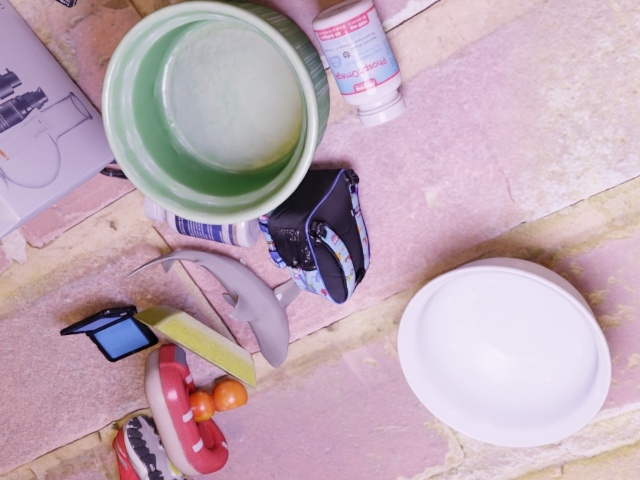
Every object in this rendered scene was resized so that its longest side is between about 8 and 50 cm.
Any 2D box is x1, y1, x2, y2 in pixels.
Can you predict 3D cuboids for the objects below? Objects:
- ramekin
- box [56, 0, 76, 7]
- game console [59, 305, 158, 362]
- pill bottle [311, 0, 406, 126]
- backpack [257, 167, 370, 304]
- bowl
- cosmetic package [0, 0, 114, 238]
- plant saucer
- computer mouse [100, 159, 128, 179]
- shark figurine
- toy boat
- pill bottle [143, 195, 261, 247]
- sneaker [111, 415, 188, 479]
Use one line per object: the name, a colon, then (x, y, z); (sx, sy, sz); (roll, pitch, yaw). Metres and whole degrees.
ramekin: (-0.132, -0.186, 1.599); (0.304, 0.148, 0.303); (5, 110, 14)
box: (-0.388, -0.387, 1.693); (0.083, 0.018, 0.067); (28, 124, 5)
game console: (-0.356, 0.162, 1.956); (0.122, 0.107, 0.071); (-25, 78, 30)
pill bottle: (0.056, -0.238, 1.557); (0.087, 0.087, 0.160); (-14, 111, 28)
backpack: (0.000, 0.000, 1.679); (0.117, 0.158, 0.173); (3, 130, 30)
bowl: (0.269, 0.135, 1.651); (0.298, 0.134, 0.297); (10, 121, 17)
cosmetic package: (-0.491, -0.208, 1.662); (0.097, 0.284, 0.377); (-35, 98, 31)
plant saucer: (-0.190, 0.156, 1.833); (0.188, 0.188, 0.045); (33, 81, -17)
computer mouse: (-0.247, -0.128, 1.768); (0.242, 0.041, 0.071); (-10, 114, 27)
shark figurine: (-0.145, 0.082, 1.803); (0.278, 0.116, 0.166); (37, 123, -3)
toy boat: (-0.193, 0.274, 1.921); (0.151, 0.151, 0.231); (-15, 117, 1)
pill bottle: (-0.174, -0.049, 1.749); (0.169, 0.094, 0.094); (11, 121, 16)
sneaker: (-0.288, 0.445, 2.032); (0.118, 0.107, 0.279); (-41, 63, 43)
